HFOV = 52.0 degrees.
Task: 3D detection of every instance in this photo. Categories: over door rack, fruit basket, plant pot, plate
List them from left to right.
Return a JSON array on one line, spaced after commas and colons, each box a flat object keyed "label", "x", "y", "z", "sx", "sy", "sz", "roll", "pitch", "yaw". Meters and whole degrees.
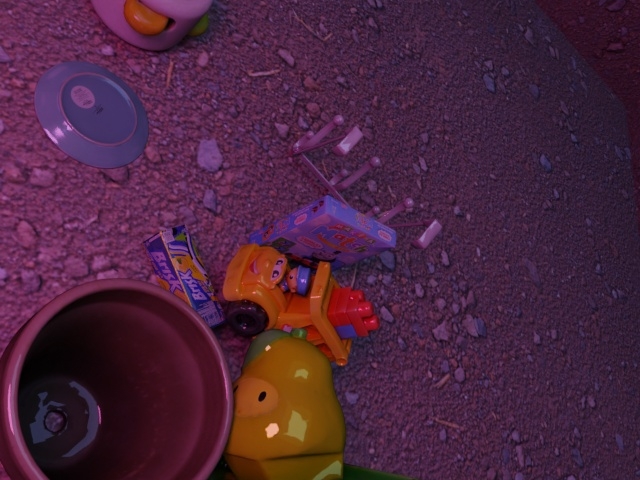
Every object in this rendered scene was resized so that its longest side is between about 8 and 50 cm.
[{"label": "plant pot", "x": -0.272, "y": 0.197, "z": 0.779, "sx": 0.263, "sy": 0.229, "sz": 0.262, "roll": 20, "pitch": 59, "yaw": -36}, {"label": "plate", "x": -0.354, "y": -0.204, "z": 1.040, "sx": 0.188, "sy": 0.024, "sz": 0.188, "roll": 19, "pitch": 60, "yaw": -37}, {"label": "fruit basket", "x": -0.067, "y": 0.312, "z": 0.822, "sx": 0.283, "sy": 0.392, "sz": 0.391, "roll": -25, "pitch": 89, "yaw": -47}, {"label": "over door rack", "x": 0.088, "y": -0.116, "z": 1.226, "sx": 0.108, "sy": 0.324, "sz": 0.239, "roll": -45, "pitch": 107, "yaw": -7}]

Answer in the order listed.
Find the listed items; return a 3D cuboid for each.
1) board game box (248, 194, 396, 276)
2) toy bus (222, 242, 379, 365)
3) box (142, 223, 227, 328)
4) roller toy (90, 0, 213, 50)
[{"label": "board game box", "x": 0.000, "y": 0.000, "z": 1.146, "sx": 0.160, "sy": 0.212, "sz": 0.039, "roll": 25, "pitch": 56, "yaw": -34}, {"label": "toy bus", "x": -0.021, "y": 0.103, "z": 1.048, "sx": 0.220, "sy": 0.212, "sz": 0.149, "roll": 61, "pitch": 29, "yaw": -31}, {"label": "box", "x": -0.212, "y": 0.064, "z": 1.023, "sx": 0.054, "sy": 0.059, "sz": 0.168, "roll": -19, "pitch": 85, "yaw": -48}, {"label": "roller toy", "x": -0.287, "y": -0.441, "z": 1.126, "sx": 0.209, "sy": 0.146, "sz": 0.191, "roll": -35, "pitch": 96, "yaw": -46}]
